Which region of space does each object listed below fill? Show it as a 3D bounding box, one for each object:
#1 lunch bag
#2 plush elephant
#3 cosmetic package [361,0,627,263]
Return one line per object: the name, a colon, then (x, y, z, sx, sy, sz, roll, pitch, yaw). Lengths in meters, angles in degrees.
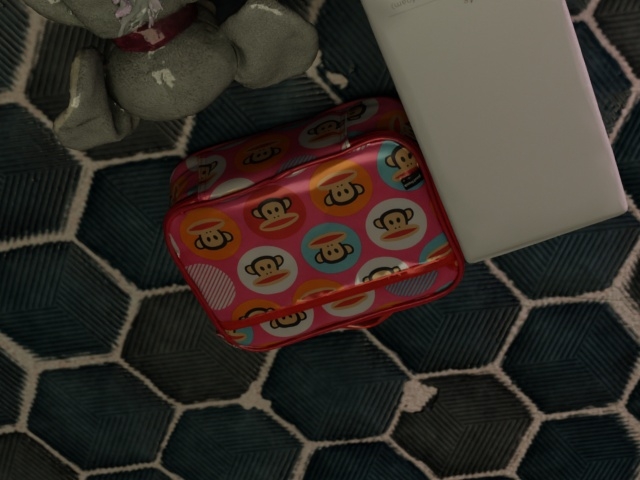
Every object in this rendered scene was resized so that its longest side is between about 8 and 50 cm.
lunch bag: (0.000, 0.000, 1.308, 0.293, 0.120, 0.258, -18, 125, 12)
plush elephant: (-0.150, -0.225, 1.085, 0.271, 0.330, 0.255, -12, 140, -2)
cosmetic package: (0.123, -0.234, 1.091, 0.161, 0.230, 0.453, -19, 120, 11)
